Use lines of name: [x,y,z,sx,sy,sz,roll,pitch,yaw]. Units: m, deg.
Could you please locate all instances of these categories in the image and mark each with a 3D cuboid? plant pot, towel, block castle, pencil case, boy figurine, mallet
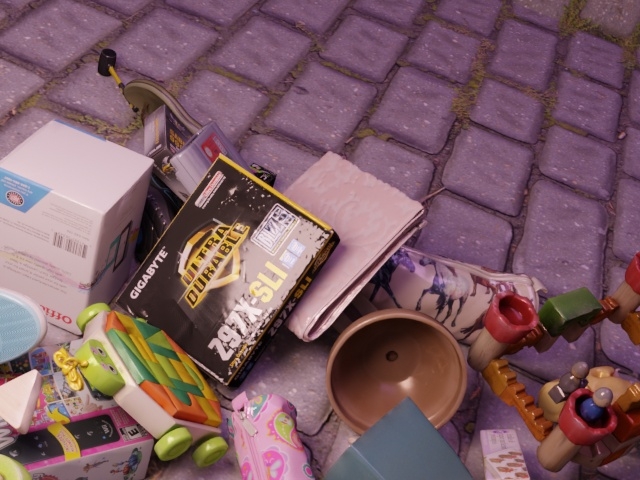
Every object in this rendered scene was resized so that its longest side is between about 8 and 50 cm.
plant pot: [0.127,0.218,1.713,0.237,0.237,0.110,16,15,-5]
towel: [0.000,0.000,1.843,0.317,0.053,0.332,-44,39,-6]
block castle: [0.517,0.194,1.759,0.453,0.213,0.303,-12,55,-33]
pencil case: [0.218,0.093,1.932,0.410,0.183,0.160,15,37,-7]
pencil case: [-0.068,0.362,1.499,0.124,0.124,0.284,3,42,-21]
plant pot: [0.137,0.399,1.522,0.234,0.166,0.165,44,42,15]
boy figurine: [0.544,0.316,1.873,0.285,0.092,0.177,6,50,-15]
mallet: [-0.470,-0.360,2.325,0.039,0.062,0.190,-12,62,-34]

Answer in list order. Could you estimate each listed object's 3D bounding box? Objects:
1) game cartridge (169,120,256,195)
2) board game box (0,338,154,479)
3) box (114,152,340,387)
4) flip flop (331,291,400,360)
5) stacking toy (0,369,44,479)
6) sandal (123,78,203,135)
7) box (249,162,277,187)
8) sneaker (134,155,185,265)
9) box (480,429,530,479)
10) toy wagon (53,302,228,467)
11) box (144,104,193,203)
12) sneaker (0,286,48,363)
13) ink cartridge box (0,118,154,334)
game cartridge: [-0.192,-0.120,1.942,0.196,0.060,0.294,58,14,-14]
board game box: [-0.431,0.275,1.470,0.303,0.097,0.224,-10,45,-33]
box: [-0.159,0.052,1.723,0.257,0.322,0.079,35,-3,16]
flip flop: [0.114,0.173,1.803,0.277,0.080,0.112,46,60,-4]
stacking toy: [-0.511,0.268,1.263,0.279,0.130,0.309,-11,55,11]
sandal: [-0.332,-0.247,2.177,0.086,0.120,0.303,-41,68,-19]
box: [-0.142,-0.118,2.144,0.062,0.052,0.083,27,37,10]
sneaker: [-0.302,-0.057,1.934,0.139,0.125,0.341,4,42,-37]
box: [0.289,0.363,1.572,0.063,0.067,0.324,-3,2,7]
toy wagon: [-0.266,0.207,1.494,0.267,0.068,0.344,51,5,25]
box: [-0.256,-0.138,1.990,0.231,0.056,0.183,49,16,-31]
sneaker: [-0.526,0.111,1.518,0.319,0.127,0.208,-3,8,14]
ink cartridge box: [-0.432,-0.023,1.703,0.198,0.270,0.197,23,35,4]
